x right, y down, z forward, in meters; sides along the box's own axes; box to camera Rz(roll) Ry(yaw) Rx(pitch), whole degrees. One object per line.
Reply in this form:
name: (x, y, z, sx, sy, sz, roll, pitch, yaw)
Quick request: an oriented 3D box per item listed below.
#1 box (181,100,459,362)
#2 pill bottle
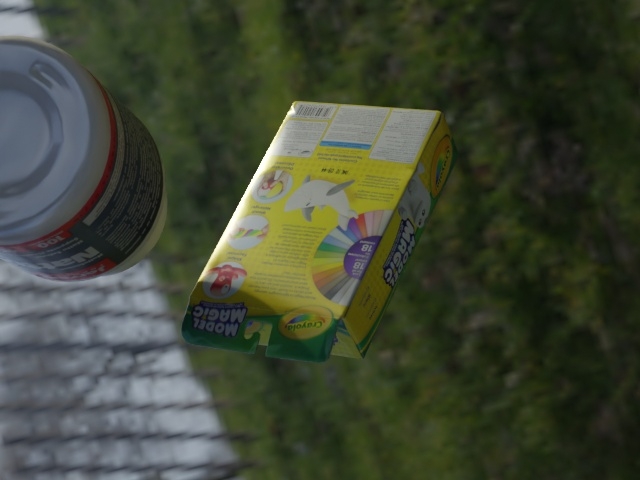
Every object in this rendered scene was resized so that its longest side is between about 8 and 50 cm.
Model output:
box: (0.000, 0.000, 1.117, 0.179, 0.105, 0.043, -61, -37, -32)
pill bottle: (-0.142, -0.035, 1.045, 0.180, 0.108, 0.108, 46, -152, -75)
